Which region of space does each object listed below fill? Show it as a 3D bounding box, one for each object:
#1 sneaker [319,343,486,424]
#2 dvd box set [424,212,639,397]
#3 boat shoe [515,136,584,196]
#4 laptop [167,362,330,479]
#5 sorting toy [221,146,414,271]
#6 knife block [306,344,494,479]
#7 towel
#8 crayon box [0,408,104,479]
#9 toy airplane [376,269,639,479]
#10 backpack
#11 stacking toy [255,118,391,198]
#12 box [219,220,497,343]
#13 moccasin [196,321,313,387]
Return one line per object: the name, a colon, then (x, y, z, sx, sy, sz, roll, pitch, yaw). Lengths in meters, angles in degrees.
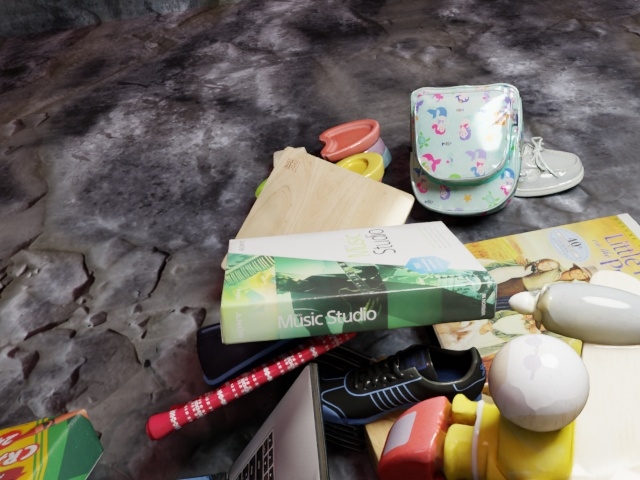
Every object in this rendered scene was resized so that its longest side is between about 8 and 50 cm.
sneaker: (0.096, 0.177, 0.800, 0.232, 0.090, 0.081, -6, 39, 2)
dvd box set: (0.377, 0.101, 1.008, 0.420, 0.062, 0.308, -10, 40, -2)
boat shoe: (0.384, -0.171, 1.302, 0.320, 0.103, 0.118, 10, 43, 22)
laptop: (-0.177, 0.372, 0.650, 0.236, 0.408, 0.382, 19, 35, -21)
sorting toy: (0.000, 0.000, 1.108, 0.255, 0.089, 0.257, 23, 73, 13)
knife block: (0.113, 0.224, 0.882, 0.275, 0.088, 0.242, -14, 40, -6)
towel: (-0.087, 0.179, 0.816, 0.274, 0.199, 0.031, -26, 83, -7)
crayon box: (-0.416, 0.335, 0.728, 0.202, 0.081, 0.318, -15, 16, 7)
toy airplane: (0.257, 0.197, 0.577, 0.384, 0.272, 0.386, -34, 25, -4)
backpack: (0.279, -0.171, 1.199, 0.225, 0.254, 0.191, 2, 4, 18)
stacking toy: (0.023, -0.122, 1.331, 0.279, 0.130, 0.309, -16, 30, 17)
box: (0.035, 0.045, 0.811, 0.321, 0.059, 0.232, -6, 19, -4)
moccasin: (-0.045, 0.101, 0.957, 0.342, 0.138, 0.117, -27, 67, -3)
